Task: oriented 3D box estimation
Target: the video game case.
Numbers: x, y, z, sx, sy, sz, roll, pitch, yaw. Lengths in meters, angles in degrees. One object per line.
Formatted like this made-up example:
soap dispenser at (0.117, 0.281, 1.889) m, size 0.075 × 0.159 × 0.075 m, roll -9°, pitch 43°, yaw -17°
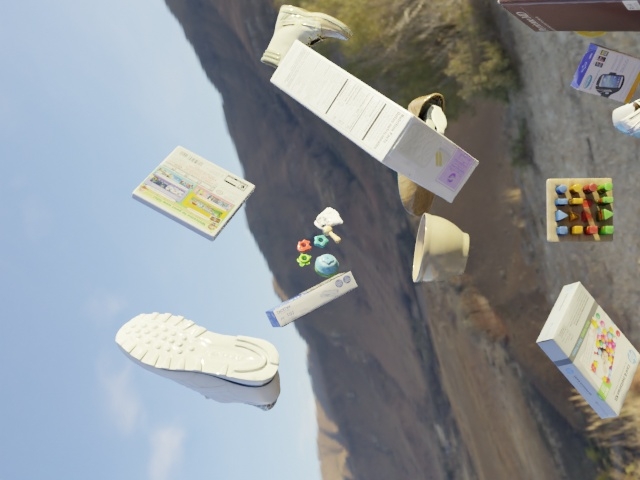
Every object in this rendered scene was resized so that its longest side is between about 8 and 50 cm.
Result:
video game case at (-0.286, -0.111, 1.728) m, size 0.193 × 0.213 × 0.023 m, roll -57°, pitch -8°, yaw -41°

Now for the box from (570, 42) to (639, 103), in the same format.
box at (0.507, -0.297, 1.341) m, size 0.028 × 0.136 × 0.081 m, roll -117°, pitch 42°, yaw -57°

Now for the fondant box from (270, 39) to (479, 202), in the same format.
fondant box at (0.095, -0.215, 1.362) m, size 0.238 × 0.096 × 0.330 m, roll 21°, pitch -163°, yaw -50°

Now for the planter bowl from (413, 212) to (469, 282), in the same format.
planter bowl at (0.280, 0.024, 1.740) m, size 0.162 × 0.109 × 0.162 m, roll 9°, pitch -90°, yaw -90°

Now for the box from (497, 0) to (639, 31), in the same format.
box at (0.509, -0.429, 1.237) m, size 0.191 × 0.382 × 0.143 m, roll 4°, pitch -82°, yaw -54°

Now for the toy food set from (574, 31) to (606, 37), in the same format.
toy food set at (0.547, -0.519, 1.531) m, size 0.128 × 0.071 × 0.217 m, roll 33°, pitch 129°, yaw 43°

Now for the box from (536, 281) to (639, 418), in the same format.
box at (0.460, 0.186, 1.290) m, size 0.186 × 0.145 × 0.038 m, roll 49°, pitch 143°, yaw -11°

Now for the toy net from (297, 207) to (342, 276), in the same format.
toy net at (0.000, 0.000, 2.177) m, size 0.045 × 0.122 × 0.232 m, roll 94°, pitch -178°, yaw -48°

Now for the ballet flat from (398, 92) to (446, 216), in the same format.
ballet flat at (0.275, -0.234, 1.944) m, size 0.124 × 0.116 × 0.342 m, roll -35°, pitch 40°, yaw 60°

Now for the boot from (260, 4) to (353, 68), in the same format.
boot at (-0.035, -0.488, 1.898) m, size 0.165 × 0.213 × 0.077 m, roll -67°, pitch -23°, yaw -2°

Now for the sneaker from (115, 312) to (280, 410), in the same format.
sneaker at (-0.167, 0.169, 1.014) m, size 0.094 × 0.235 × 0.090 m, roll 90°, pitch -159°, yaw -46°

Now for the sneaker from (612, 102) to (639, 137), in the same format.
sneaker at (0.762, -0.185, 1.496) m, size 0.135 × 0.366 × 0.150 m, roll 53°, pitch -132°, yaw -78°

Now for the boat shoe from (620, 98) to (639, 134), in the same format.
boat shoe at (0.500, -0.205, 1.169) m, size 0.035 × 0.100 × 0.035 m, roll 48°, pitch 166°, yaw 4°

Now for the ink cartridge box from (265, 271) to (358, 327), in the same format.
ink cartridge box at (-0.022, 0.139, 1.783) m, size 0.046 × 0.207 × 0.097 m, roll 64°, pitch 163°, yaw -1°

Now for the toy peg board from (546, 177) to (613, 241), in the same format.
toy peg board at (0.654, -0.078, 1.885) m, size 0.079 × 0.161 × 0.161 m, roll 45°, pitch -135°, yaw -85°
